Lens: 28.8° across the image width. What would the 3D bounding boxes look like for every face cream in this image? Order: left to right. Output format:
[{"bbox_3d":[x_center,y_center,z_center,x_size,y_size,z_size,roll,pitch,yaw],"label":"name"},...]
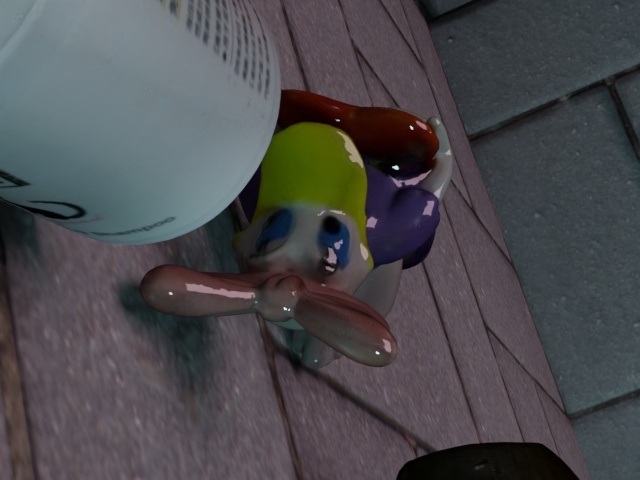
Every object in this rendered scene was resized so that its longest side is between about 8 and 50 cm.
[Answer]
[{"bbox_3d":[-0.145,-0.105,0.434,0.369,0.145,0.145,30,39,-66],"label":"face cream"}]

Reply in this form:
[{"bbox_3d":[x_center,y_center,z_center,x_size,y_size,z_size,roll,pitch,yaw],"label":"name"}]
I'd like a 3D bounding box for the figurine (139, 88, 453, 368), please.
[{"bbox_3d":[0.002,-0.005,0.853,0.421,0.154,0.193,9,94,-83],"label":"figurine"}]

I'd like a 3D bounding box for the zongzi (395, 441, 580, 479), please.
[{"bbox_3d":[0.133,0.370,0.739,0.403,0.207,0.432,-102,-176,-74],"label":"zongzi"}]
